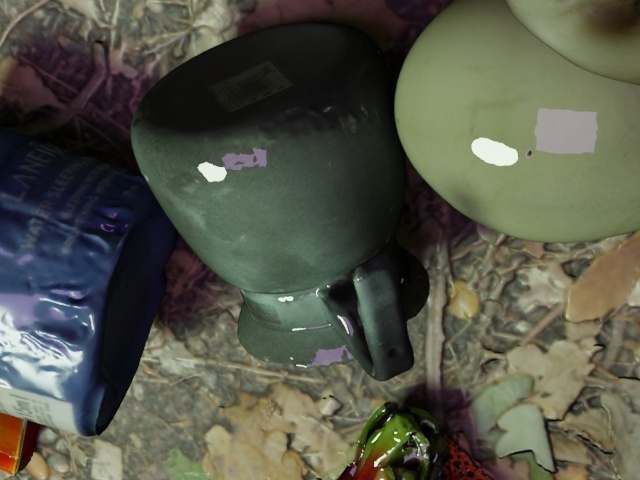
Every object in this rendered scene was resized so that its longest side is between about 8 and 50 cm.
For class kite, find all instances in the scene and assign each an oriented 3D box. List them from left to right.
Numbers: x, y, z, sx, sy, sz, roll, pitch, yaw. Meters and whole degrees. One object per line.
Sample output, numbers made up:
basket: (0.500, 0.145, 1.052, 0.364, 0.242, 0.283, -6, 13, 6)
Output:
kite: (0.158, 0.284, 1.628, 0.222, 0.008, 0.125, 42, 124, -3)

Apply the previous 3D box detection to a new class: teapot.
teapot: (0.012, -0.013, 1.402, 0.305, 0.223, 0.285, 11, 131, 43)

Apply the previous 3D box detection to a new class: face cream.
face cream: (-0.265, 0.033, 1.517, 0.225, 0.249, 0.249, 17, 119, 5)

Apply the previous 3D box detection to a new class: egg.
egg: (0.191, -0.106, 1.298, 0.269, 0.219, 0.219, 11, 118, 20)

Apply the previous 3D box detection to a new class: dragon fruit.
dragon fruit: (0.069, 0.300, 1.572, 0.200, 0.198, 0.269, 42, 115, 21)

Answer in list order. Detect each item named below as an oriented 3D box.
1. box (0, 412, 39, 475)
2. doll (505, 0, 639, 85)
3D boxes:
box: (-0.336, 0.144, 1.710, 0.112, 0.048, 0.175, 21, 120, 7)
doll: (0.213, -0.276, 1.144, 0.226, 0.370, 0.215, -3, 157, 38)
